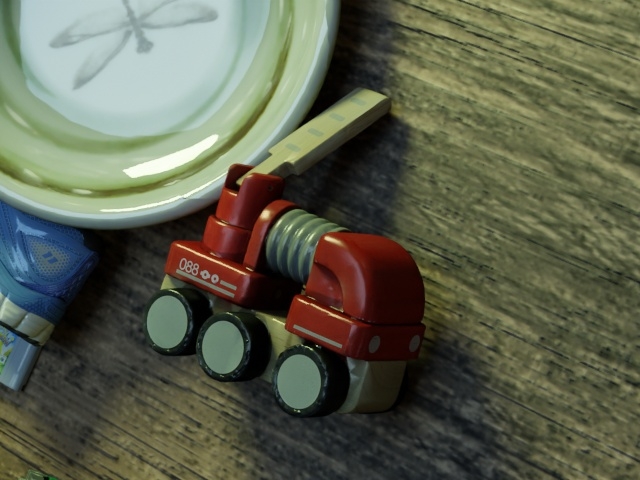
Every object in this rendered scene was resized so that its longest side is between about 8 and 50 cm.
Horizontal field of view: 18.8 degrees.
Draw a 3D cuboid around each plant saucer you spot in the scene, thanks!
[{"bbox_3d":[-0.173,-0.208,1.699,0.400,0.100,0.400,0,88,9],"label":"plant saucer"}]

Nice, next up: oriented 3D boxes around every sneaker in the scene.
[{"bbox_3d":[-0.308,-0.052,1.795,0.147,0.130,0.330,-44,61,-1],"label":"sneaker"}]

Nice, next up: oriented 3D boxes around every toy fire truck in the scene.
[{"bbox_3d":[0.000,0.000,1.573,0.217,0.158,0.246,22,101,35],"label":"toy fire truck"}]

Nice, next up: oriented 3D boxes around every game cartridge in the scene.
[{"bbox_3d":[-0.297,0.099,1.798,0.083,0.017,0.056,25,88,34],"label":"game cartridge"}]

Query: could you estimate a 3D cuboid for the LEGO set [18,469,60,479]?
[{"bbox_3d":[-0.292,0.275,1.570,0.331,0.192,0.255,29,82,-7],"label":"LEGO set"}]
